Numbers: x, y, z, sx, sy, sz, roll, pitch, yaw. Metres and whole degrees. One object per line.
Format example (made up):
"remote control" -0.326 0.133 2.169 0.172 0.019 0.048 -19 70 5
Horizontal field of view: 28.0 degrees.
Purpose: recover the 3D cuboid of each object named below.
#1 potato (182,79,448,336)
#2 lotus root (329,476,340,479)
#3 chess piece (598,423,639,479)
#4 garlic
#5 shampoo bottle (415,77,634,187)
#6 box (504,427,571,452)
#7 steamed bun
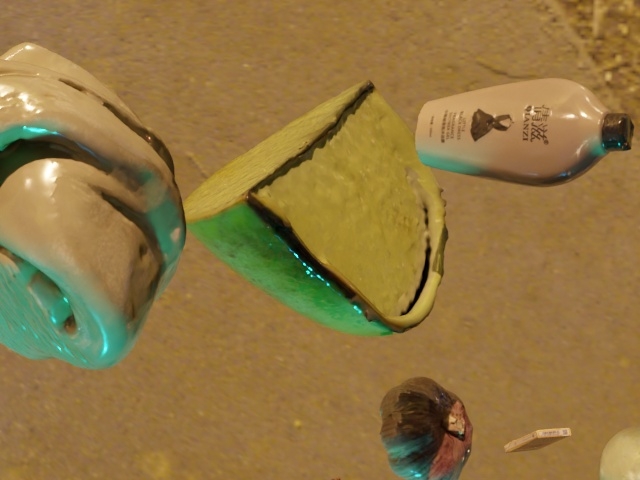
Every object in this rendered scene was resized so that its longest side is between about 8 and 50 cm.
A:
"potato" 0.000 0.000 1.630 0.280 0.213 0.330 55 44 -13
"lotus root" -0.002 0.391 1.318 0.152 0.169 0.342 26 46 -26
"chess piece" 0.300 0.277 1.105 0.133 0.133 0.243 -9 92 -30
"garlic" 0.147 0.262 1.751 0.147 0.102 0.159 3 70 -43
"shampoo bottle" 0.235 -0.123 1.474 0.078 0.257 0.127 24 71 -54
"box" 0.260 0.240 1.541 0.046 0.083 0.012 -2 71 -21
"steamed bun" -0.286 -0.054 1.339 0.255 0.368 0.342 -43 112 -31
